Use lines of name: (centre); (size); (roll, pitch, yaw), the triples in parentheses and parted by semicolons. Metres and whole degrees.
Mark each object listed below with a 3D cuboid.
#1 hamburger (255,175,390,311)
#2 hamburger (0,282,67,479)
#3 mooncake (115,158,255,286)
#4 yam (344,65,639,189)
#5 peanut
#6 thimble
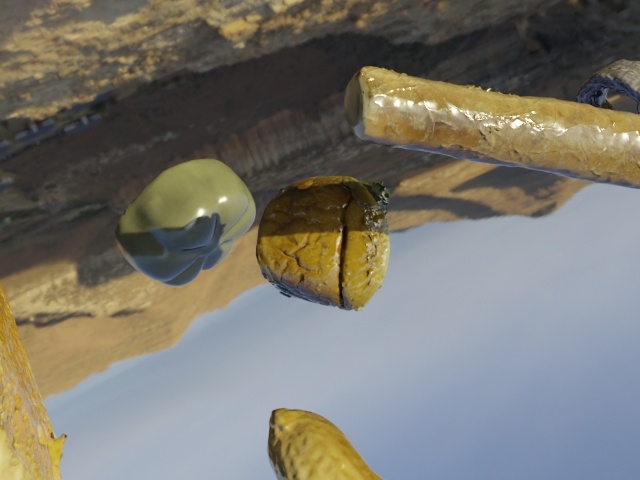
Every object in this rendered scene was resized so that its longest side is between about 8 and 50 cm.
hamburger: (0.000, 0.000, 0.973); (0.206, 0.183, 0.130); (5, 179, 39)
hamburger: (-0.316, 0.085, 0.539); (0.174, 0.284, 0.304); (-17, -148, -32)
mooncake: (-0.241, -0.028, 1.308); (0.275, 0.135, 0.275); (-40, 164, -14)
yam: (0.192, -0.104, 0.669); (0.356, 0.081, 0.081); (7, 175, -15)
peanut: (0.031, 0.293, 0.801); (0.101, 0.263, 0.117); (-39, 161, -27)
thimble: (0.524, -0.233, 1.222); (0.097, 0.150, 0.150); (-36, -170, -36)
